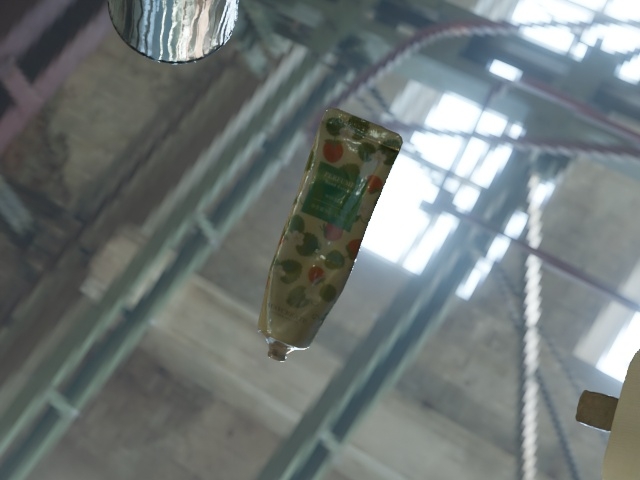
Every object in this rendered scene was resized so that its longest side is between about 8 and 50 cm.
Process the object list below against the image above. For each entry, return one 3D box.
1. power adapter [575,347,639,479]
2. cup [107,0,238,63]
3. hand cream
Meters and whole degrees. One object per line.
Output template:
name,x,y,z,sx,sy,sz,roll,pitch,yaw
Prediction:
power adapter,0.274,0.142,1.254,0.130,0.205,0.125,18,-95,-34
cup,-0.124,-0.243,1.470,0.113,0.150,0.138,-10,-15,-11
hand cream,0.000,0.000,1.118,0.037,0.057,0.165,-5,-63,-69
